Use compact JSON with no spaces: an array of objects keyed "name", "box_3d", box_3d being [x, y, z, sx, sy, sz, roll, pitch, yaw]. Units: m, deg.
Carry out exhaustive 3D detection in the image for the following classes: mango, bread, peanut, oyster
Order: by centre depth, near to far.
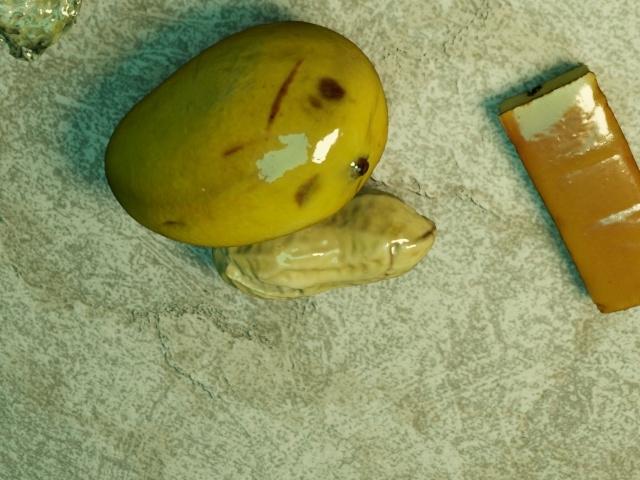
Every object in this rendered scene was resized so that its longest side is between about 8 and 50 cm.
[{"name":"mango","box_3d":[-0.120,-0.139,1.263,0.445,0.301,0.220,-5,159,30]},{"name":"oyster","box_3d":[-0.437,-0.384,1.267,0.198,0.112,0.268,-36,103,23]},{"name":"bread","box_3d":[0.389,-0.062,1.321,0.138,0.077,0.361,-25,110,18]},{"name":"peanut","box_3d":[0.001,0.000,1.367,0.340,0.158,0.174,-9,158,9]}]
